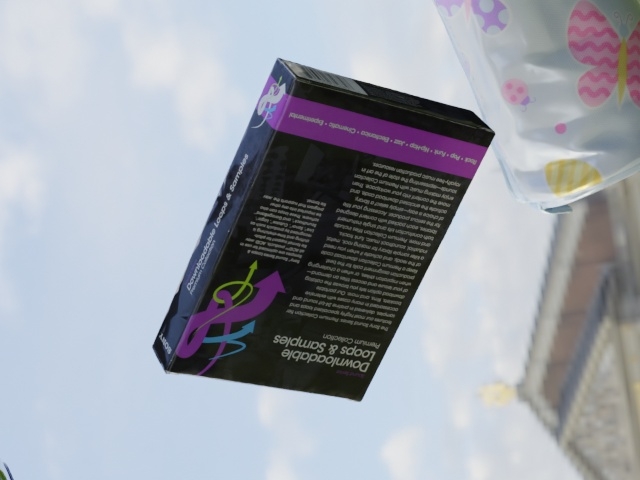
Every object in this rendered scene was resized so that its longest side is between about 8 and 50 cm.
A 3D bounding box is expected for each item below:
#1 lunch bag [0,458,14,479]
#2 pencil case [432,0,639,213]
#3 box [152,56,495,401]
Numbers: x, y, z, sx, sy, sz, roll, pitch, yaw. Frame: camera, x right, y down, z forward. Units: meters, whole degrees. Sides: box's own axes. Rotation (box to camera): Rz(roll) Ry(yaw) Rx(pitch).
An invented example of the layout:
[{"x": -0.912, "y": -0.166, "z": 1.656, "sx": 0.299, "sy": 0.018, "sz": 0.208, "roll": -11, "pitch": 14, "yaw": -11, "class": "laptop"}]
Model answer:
[{"x": -0.186, "y": 0.148, "z": 0.836, "sx": 0.129, "sy": 0.096, "sz": 0.151, "roll": -134, "pitch": 30, "yaw": -54, "class": "lunch bag"}, {"x": 0.113, "y": -0.153, "z": 1.018, "sx": 0.273, "sy": 0.124, "sz": 0.113, "roll": 59, "pitch": 163, "yaw": -8, "class": "pencil case"}, {"x": 0.000, "y": 0.000, "z": 0.836, "sx": 0.162, "sy": 0.116, "sz": 0.029, "roll": -65, "pitch": 34, "yaw": 19, "class": "box"}]
